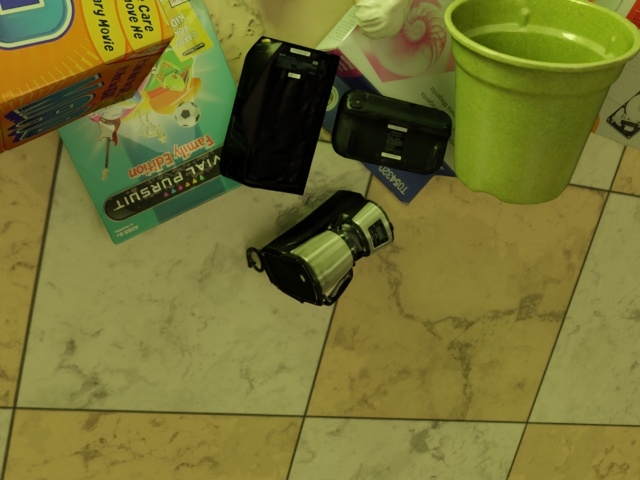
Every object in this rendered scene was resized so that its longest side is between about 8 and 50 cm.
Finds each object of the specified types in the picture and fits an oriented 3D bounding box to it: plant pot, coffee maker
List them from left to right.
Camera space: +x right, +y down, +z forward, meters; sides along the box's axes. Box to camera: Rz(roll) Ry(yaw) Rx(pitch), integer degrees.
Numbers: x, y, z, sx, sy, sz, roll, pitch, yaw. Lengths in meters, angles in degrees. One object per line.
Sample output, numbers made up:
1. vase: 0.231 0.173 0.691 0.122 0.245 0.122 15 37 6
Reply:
1. coffee maker: 0.000 0.000 1.438 0.178 0.171 0.120 -38 145 -29
2. plant pot: 0.306 -0.203 1.351 0.276 0.276 0.253 -10 127 -19

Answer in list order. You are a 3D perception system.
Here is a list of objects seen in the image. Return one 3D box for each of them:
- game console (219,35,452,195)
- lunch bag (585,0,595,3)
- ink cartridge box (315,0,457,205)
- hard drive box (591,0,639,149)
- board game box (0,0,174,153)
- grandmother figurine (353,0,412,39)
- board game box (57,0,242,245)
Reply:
1. game console: 0.037 -0.161 1.355 0.362 0.044 0.213 9 105 -27
2. lunch bag: 0.607 -0.362 1.560 0.293 0.120 0.258 -29 123 -7
3. ink cartridge box: 0.164 -0.258 1.437 0.324 0.071 0.330 40 90 -31
4. hard drive box: 0.490 -0.281 1.443 0.181 0.089 0.232 17 126 -10
5. board game box: -0.411 -0.272 0.943 0.357 0.356 0.356 -27 97 -17
6. grandmother figurine: 0.049 -0.449 1.256 0.208 0.104 0.342 -21 107 -7
7. board game box: -0.248 -0.196 1.278 0.254 0.079 0.336 -27 119 -11
